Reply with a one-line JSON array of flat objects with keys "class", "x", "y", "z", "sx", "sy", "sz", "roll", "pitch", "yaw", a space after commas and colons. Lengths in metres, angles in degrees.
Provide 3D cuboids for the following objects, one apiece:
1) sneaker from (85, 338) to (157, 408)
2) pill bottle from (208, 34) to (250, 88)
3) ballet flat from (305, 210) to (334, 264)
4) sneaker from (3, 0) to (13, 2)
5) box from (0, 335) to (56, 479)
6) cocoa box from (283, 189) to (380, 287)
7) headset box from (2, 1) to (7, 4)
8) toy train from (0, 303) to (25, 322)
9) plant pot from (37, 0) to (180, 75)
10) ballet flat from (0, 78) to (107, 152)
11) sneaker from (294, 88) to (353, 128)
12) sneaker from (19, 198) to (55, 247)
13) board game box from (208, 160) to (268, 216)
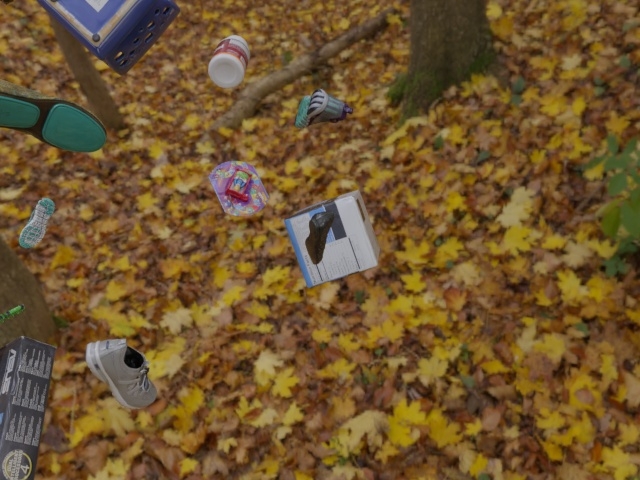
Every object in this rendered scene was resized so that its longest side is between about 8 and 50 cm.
[{"class": "sneaker", "x": -0.481, "y": 0.345, "z": 1.657, "sx": 0.115, "sy": 0.281, "sz": 0.105, "roll": -18, "pitch": 50, "yaw": 6}, {"class": "pill bottle", "x": -0.216, "y": -0.435, "z": 1.558, "sx": 0.086, "sy": 0.086, "sz": 0.152, "roll": -3, "pitch": 38, "yaw": 6}, {"class": "ballet flat", "x": 0.000, "y": 0.000, "z": 1.303, "sx": 0.049, "sy": 0.173, "sz": 0.057, "roll": -22, "pitch": 67, "yaw": -18}, {"class": "sneaker", "x": -0.366, "y": -0.403, "z": 0.714, "sx": 0.130, "sy": 0.147, "sz": 0.330, "roll": -24, "pitch": 1, "yaw": -44}, {"class": "box", "x": -0.698, "y": 0.434, "z": 1.331, "sx": 0.318, "sy": 0.097, "sz": 0.395, "roll": -25, "pitch": 51, "yaw": 27}, {"class": "cocoa box", "x": 0.045, "y": -0.014, "z": 2.063, "sx": 0.228, "sy": 0.231, "sz": 0.347, "roll": -19, "pitch": 5, "yaw": 8}, {"class": "headset box", "x": -0.840, "y": -0.674, "z": 1.737, "sx": 0.062, "sy": 0.032, "sz": 0.083, "roll": 36, "pitch": 71, "yaw": 25}, {"class": "toy train", "x": -0.758, "y": 0.179, "z": 1.575, "sx": 0.017, "sy": 0.024, "sz": 0.083, "roll": 50, "pitch": 44, "yaw": 4}, {"class": "plant pot", "x": -0.507, "y": -0.562, "z": 1.534, "sx": 0.236, "sy": 0.236, "sz": 0.212, "roll": -46, "pitch": 7, "yaw": 6}, {"class": "ballet flat", "x": -0.644, "y": -0.290, "z": 1.459, "sx": 0.123, "sy": 0.123, "sz": 0.348, "roll": 22, "pitch": 7, "yaw": 34}, {"class": "sneaker", "x": 0.003, "y": -0.298, "z": 1.541, "sx": 0.098, "sy": 0.083, "sz": 0.223, "roll": 18, "pitch": 1, "yaw": -15}, {"class": "sneaker", "x": -0.870, "y": -0.053, "z": 1.992, "sx": 0.166, "sy": 0.065, "sz": 0.076, "roll": -61, "pitch": 26, "yaw": -5}, {"class": "board game box", "x": -0.214, "y": -0.147, "z": 1.726, "sx": 0.133, "sy": 0.033, "sz": 0.169, "roll": -19, "pitch": 74, "yaw": -25}]
